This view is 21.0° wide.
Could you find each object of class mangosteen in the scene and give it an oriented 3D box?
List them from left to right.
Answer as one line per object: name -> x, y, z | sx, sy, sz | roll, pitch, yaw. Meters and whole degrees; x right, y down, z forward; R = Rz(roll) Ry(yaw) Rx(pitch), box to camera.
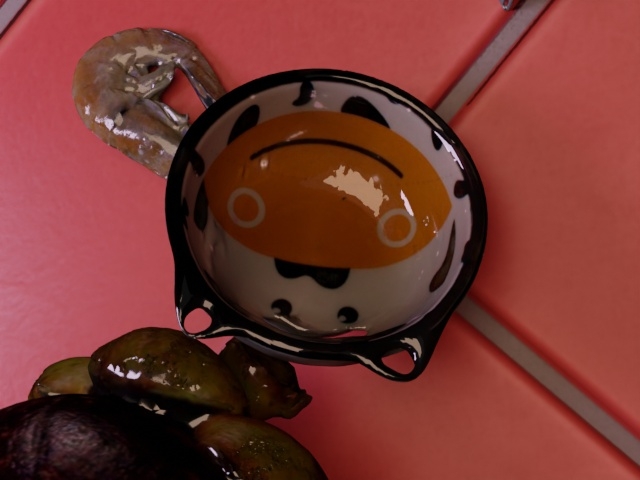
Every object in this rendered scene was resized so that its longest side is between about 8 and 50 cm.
mangosteen -> -0.177, 0.268, 1.410 | 0.381, 0.381, 0.421 | 0, 71, 13

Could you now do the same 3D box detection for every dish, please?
dish -> 0.000, 0.000, 1.488 | 0.303, 0.120, 0.303 | 3, 64, -5

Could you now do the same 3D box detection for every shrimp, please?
shrimp -> -0.131, -0.119, 1.600 | 0.223, 0.047, 0.126 | 35, 83, 16

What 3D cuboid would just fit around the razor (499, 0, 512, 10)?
razor -> 0.225, -0.236, 1.526 | 0.135, 0.068, 0.040 | -7, 85, 1
